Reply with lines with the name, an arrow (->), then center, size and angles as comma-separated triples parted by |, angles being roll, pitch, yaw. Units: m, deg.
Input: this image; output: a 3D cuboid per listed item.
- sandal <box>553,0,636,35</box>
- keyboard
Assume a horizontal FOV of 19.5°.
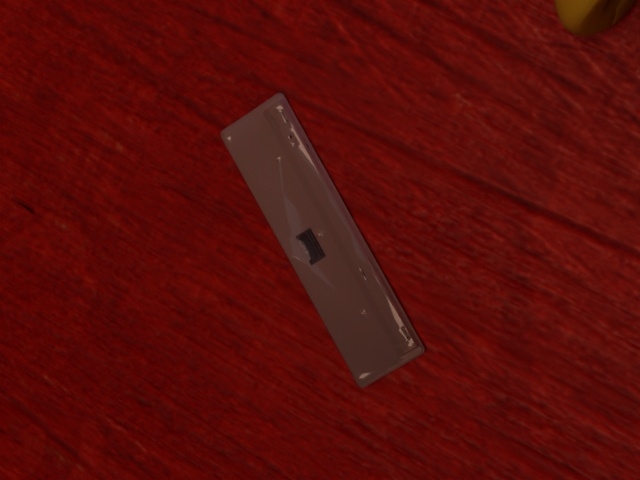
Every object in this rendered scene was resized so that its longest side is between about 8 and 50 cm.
sandal -> 0.236, -0.314, 1.386 | 0.138, 0.126, 0.317 | 42, 111, 19
keyboard -> 0.000, 0.000, 1.602 | 0.072, 0.014, 0.256 | -33, 82, 31
